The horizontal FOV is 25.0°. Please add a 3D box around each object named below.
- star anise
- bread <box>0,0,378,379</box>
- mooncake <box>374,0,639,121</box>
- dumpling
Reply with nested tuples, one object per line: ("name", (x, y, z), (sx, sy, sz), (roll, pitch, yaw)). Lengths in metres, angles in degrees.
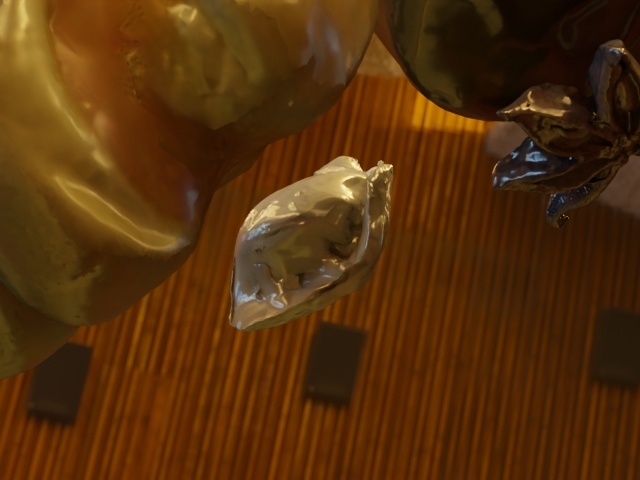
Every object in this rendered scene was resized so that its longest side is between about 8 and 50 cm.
("star anise", (0.208, -0.090, 1.023), (0.208, 0.063, 0.172), (-27, -34, 27))
("bread", (-0.142, -0.081, 0.687), (0.341, 0.300, 0.210), (-24, -66, 44))
("mooncake", (0.162, -0.226, 1.084), (0.284, 0.155, 0.284), (-14, -43, -13))
("dumpling", (0.000, 0.000, 1.220), (0.118, 0.199, 0.136), (42, -30, -26))
